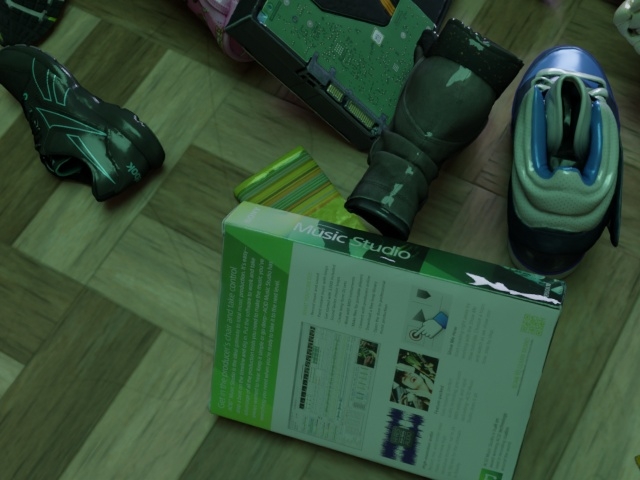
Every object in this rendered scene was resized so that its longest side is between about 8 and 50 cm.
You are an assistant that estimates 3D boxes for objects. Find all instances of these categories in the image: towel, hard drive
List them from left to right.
[{"bbox_3d":[0.000,0.000,1.120,0.102,0.021,0.237,-34,66,-7],"label":"towel"},{"bbox_3d":[0.047,-0.311,1.176,0.064,0.237,0.339,-12,49,50],"label":"hard drive"}]

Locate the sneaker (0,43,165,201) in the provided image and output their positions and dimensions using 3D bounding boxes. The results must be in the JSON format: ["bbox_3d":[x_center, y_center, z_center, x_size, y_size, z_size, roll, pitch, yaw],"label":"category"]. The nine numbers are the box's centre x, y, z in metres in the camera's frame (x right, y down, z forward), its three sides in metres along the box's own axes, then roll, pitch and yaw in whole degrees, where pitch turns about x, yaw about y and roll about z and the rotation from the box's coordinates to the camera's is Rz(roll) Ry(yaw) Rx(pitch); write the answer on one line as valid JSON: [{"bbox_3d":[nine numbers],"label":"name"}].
[{"bbox_3d":[-0.316,-0.146,1.174,0.267,0.101,0.106,34,72,20],"label":"sneaker"}]

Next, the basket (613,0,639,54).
[{"bbox_3d":[0.536,-0.284,0.997,0.266,0.328,0.331,42,62,-5],"label":"basket"}]

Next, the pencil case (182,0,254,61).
[{"bbox_3d":[-0.180,-0.393,1.262,0.167,0.160,0.386,-43,68,-15],"label":"pencil case"}]

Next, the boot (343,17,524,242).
[{"bbox_3d":[0.101,-0.110,1.050,0.118,0.338,0.223,32,96,5],"label":"boot"}]

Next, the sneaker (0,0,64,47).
[{"bbox_3d":[-0.423,-0.392,1.319,0.121,0.111,0.300,-18,68,39],"label":"sneaker"}]

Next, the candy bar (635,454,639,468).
[{"bbox_3d":[0.391,0.208,0.945,0.161,0.018,0.040,-22,60,21],"label":"candy bar"}]

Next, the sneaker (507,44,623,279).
[{"bbox_3d":[0.273,-0.135,1.046,0.130,0.236,0.323,10,64,9],"label":"sneaker"}]

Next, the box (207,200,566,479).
[{"bbox_3d":[0.053,0.108,0.946,0.322,0.232,0.058,14,29,10],"label":"box"}]
